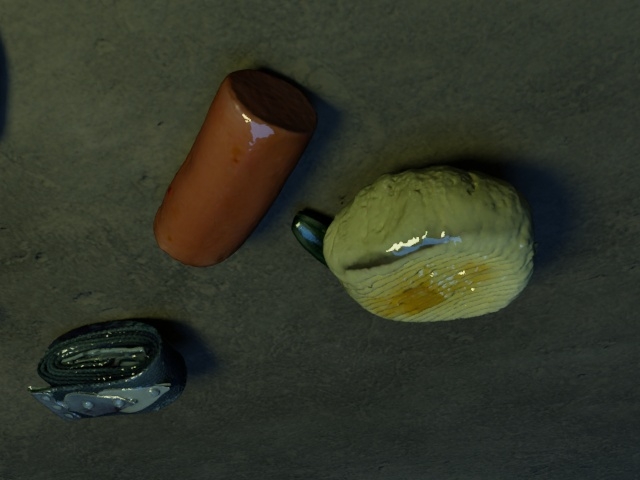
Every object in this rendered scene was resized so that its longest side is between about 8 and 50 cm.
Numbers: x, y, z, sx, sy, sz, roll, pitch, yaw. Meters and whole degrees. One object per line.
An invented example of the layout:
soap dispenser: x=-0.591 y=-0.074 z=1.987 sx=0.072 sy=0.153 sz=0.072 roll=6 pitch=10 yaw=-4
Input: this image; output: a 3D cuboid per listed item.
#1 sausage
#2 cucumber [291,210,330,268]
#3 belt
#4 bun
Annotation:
sausage: x=-0.105 y=-0.062 z=0.737 sx=0.113 sy=0.114 sz=0.259 roll=21 pitch=131 yaw=-19
cucumber: x=0.000 y=0.000 z=0.837 sx=0.048 sy=0.048 sz=0.105 roll=-33 pitch=126 yaw=30
belt: x=-0.305 y=0.202 z=0.996 sx=0.218 sy=0.122 sz=0.128 roll=-10 pitch=136 yaw=20
bun: x=0.129 y=-0.006 z=0.760 sx=0.243 sy=0.153 sz=0.244 roll=-2 pitch=153 yaw=-1
